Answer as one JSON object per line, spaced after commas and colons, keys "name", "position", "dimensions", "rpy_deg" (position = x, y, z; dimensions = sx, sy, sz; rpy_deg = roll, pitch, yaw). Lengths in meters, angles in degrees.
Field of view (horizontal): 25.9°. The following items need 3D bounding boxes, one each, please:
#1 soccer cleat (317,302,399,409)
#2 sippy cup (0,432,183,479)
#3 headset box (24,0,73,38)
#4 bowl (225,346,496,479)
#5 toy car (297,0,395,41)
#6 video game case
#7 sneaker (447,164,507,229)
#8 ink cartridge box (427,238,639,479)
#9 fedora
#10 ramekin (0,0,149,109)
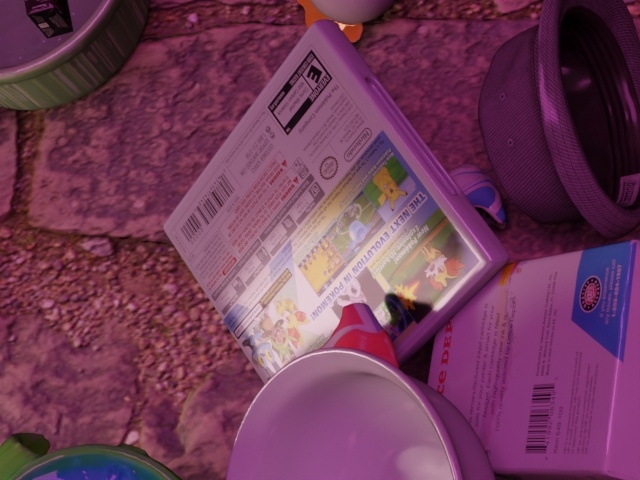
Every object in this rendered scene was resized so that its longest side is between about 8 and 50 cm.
{"name": "soccer cleat", "position": [0.003, 0.166, 1.359], "dimensions": [0.083, 0.248, 0.095], "rpy_deg": [9, 45, -24]}
{"name": "sippy cup", "position": [-0.191, 0.324, 1.334], "dimensions": [0.240, 0.224, 0.305], "rpy_deg": [-9, 73, 6]}
{"name": "headset box", "position": [-0.287, -0.262, 1.446], "dimensions": [0.032, 0.062, 0.083], "rpy_deg": [-14, 72, 5]}
{"name": "bowl", "position": [0.056, 0.240, 1.203], "dimensions": [0.298, 0.134, 0.297], "rpy_deg": [-5, 83, 47]}
{"name": "toy car", "position": [0.033, -0.333, 1.527], "dimensions": [0.210, 0.219, 0.238], "rpy_deg": [41, 113, 18]}
{"name": "video game case", "position": [0.000, 0.000, 1.389], "dimensions": [0.300, 0.036, 0.329], "rpy_deg": [55, 129, 18]}
{"name": "sneaker", "position": [0.086, 0.009, 1.450], "dimensions": [0.237, 0.085, 0.086], "rpy_deg": [-32, 62, 0]}
{"name": "ink cartridge box", "position": [0.249, 0.132, 1.262], "dimensions": [0.197, 0.270, 0.198], "rpy_deg": [17, 74, -27]}
{"name": "fedora", "position": [0.243, -0.127, 1.417], "dimensions": [0.124, 0.244, 0.275], "rpy_deg": [-15, 80, 35]}
{"name": "ramekin", "position": [-0.339, -0.295, 1.576], "dimensions": [0.304, 0.148, 0.303], "rpy_deg": [-3, 74, 9]}
